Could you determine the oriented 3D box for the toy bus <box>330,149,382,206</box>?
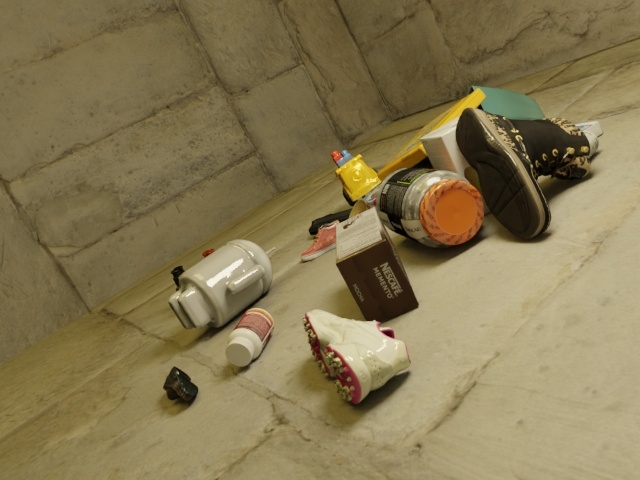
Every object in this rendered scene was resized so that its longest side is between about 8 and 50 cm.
[{"bbox_3d":[0.117,-0.248,2.052,0.149,0.211,0.220,-37,2,1],"label":"toy bus"}]

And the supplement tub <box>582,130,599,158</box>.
[{"bbox_3d":[0.679,-0.238,1.443,0.107,0.071,0.071,-36,16,-33],"label":"supplement tub"}]

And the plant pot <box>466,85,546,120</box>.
[{"bbox_3d":[0.605,-0.395,1.814,0.234,0.165,0.165,-2,54,-11],"label":"plant pot"}]

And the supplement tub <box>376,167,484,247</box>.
[{"bbox_3d":[0.276,-0.088,1.410,0.193,0.193,0.316,-29,13,-6],"label":"supplement tub"}]

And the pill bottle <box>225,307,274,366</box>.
[{"bbox_3d":[-0.172,0.234,1.326,0.086,0.086,0.152,-22,15,21],"label":"pill bottle"}]

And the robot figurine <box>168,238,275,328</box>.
[{"bbox_3d":[-0.289,0.128,1.686,0.353,0.200,0.300,-38,18,-34],"label":"robot figurine"}]

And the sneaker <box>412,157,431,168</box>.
[{"bbox_3d":[0.400,-0.311,1.936,0.131,0.112,0.319,-48,29,-24],"label":"sneaker"}]

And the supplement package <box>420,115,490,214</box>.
[{"bbox_3d":[0.398,-0.200,1.473,0.139,0.244,0.134,-31,13,-8],"label":"supplement package"}]

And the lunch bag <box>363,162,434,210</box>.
[{"bbox_3d":[0.310,-0.170,1.816,0.303,0.115,0.243,-15,16,43],"label":"lunch bag"}]

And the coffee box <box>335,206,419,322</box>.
[{"bbox_3d":[0.121,0.050,1.266,0.119,0.168,0.297,-26,15,8],"label":"coffee box"}]

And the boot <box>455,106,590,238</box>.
[{"bbox_3d":[0.509,-0.171,1.286,0.284,0.138,0.377,-3,48,-19],"label":"boot"}]

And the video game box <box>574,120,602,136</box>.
[{"bbox_3d":[0.691,-0.283,1.633,0.205,0.048,0.187,-32,12,-15],"label":"video game box"}]

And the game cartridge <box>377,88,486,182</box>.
[{"bbox_3d":[0.339,-0.322,1.723,0.285,0.052,0.324,-45,4,-20],"label":"game cartridge"}]

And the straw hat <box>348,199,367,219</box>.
[{"bbox_3d":[0.147,-0.062,1.813,0.061,0.144,0.144,10,0,-21],"label":"straw hat"}]

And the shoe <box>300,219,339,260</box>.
[{"bbox_3d":[0.000,0.000,1.846,0.178,0.081,0.063,-25,14,9],"label":"shoe"}]

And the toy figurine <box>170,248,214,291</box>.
[{"bbox_3d":[-0.427,0.146,2.028,0.213,0.148,0.209,-31,20,-21],"label":"toy figurine"}]

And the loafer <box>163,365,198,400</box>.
[{"bbox_3d":[-0.333,0.352,1.294,0.061,0.062,0.170,-55,17,-12],"label":"loafer"}]

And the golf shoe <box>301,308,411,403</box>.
[{"bbox_3d":[0.059,0.196,1.026,0.140,0.115,0.306,-20,18,-14],"label":"golf shoe"}]

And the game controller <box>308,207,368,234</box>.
[{"bbox_3d":[0.102,-0.084,2.034,0.319,0.067,0.166,-13,5,44],"label":"game controller"}]
